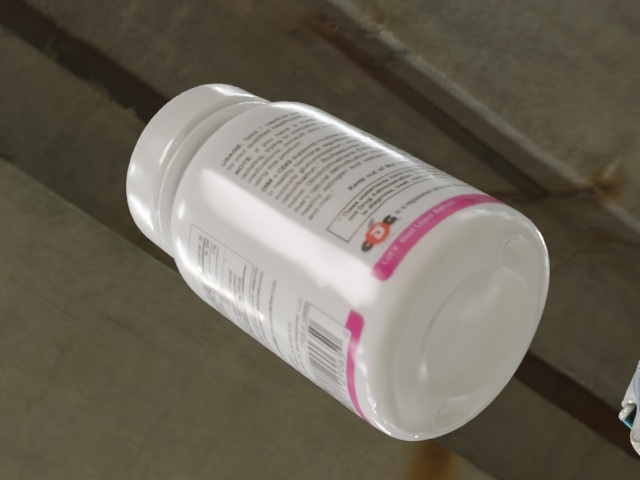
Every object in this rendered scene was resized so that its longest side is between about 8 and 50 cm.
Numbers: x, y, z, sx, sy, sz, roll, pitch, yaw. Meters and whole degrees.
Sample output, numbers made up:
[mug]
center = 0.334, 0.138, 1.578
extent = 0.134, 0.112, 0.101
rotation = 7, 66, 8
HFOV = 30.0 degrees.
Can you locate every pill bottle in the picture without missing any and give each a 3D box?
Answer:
[pill bottle]
center = 0.000, 0.000, 0.815
extent = 0.160, 0.283, 0.160
rotation = -25, -49, -33

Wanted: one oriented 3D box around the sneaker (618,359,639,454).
[sneaker]
center = 0.274, 0.113, 0.959
extent = 0.071, 0.190, 0.083
rotation = 45, -65, 0
